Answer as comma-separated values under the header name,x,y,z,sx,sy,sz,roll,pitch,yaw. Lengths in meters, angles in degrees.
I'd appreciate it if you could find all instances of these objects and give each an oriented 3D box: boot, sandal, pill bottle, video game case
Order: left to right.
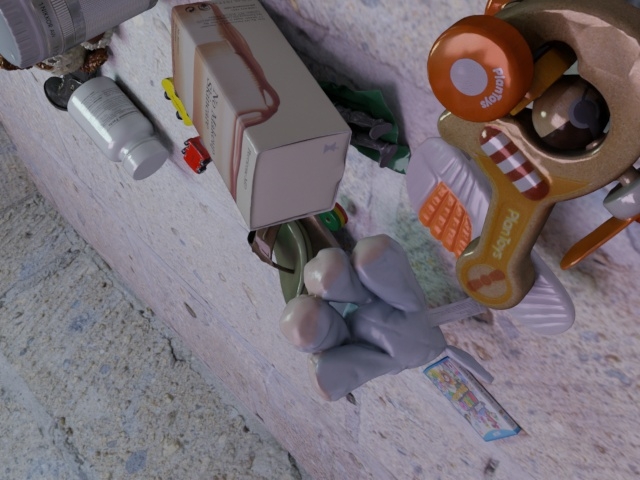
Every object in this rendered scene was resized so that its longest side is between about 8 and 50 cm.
name,x,y,z,sx,sy,sz,roll,pitch,yaw
boot,-0.627,-0.419,1.695,0.263,0.091,0.228,36,146,23
pill bottle,-0.463,-0.256,1.554,0.229,0.131,0.131,48,156,8
sandal,-0.089,-0.021,1.157,0.120,0.086,0.302,-50,55,57
video game case,0.258,0.275,1.164,0.166,0.015,0.119,48,155,8
sandal,0.203,-0.010,0.782,0.265,0.076,0.102,53,140,5

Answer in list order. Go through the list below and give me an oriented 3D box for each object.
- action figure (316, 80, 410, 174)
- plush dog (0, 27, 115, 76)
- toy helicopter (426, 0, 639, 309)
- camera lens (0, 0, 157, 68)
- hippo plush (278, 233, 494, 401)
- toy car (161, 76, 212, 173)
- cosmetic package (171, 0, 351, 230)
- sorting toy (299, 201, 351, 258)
name,x,y,z,sx,sy,sz,roll,pitch,yaw
action figure,0.014,-0.170,0.929,0.232,0.063,0.137,32,153,44
plush dog,-0.573,-0.448,1.425,0.225,0.263,0.210,112,151,-52
toy helicopter,0.212,-0.052,0.624,0.235,0.140,0.355,29,141,21
camera lens,-0.402,-0.422,1.042,0.219,0.274,0.219,40,153,25
hippo plush,0.081,0.101,1.053,0.236,0.295,0.234,-131,34,-84
toy car,-0.200,-0.188,1.283,0.225,0.053,0.239,37,152,29
cosmetic package,-0.091,-0.177,0.897,0.296,0.129,0.153,58,152,32
sorting toy,0.000,0.000,1.197,0.132,0.046,0.275,57,155,-11
